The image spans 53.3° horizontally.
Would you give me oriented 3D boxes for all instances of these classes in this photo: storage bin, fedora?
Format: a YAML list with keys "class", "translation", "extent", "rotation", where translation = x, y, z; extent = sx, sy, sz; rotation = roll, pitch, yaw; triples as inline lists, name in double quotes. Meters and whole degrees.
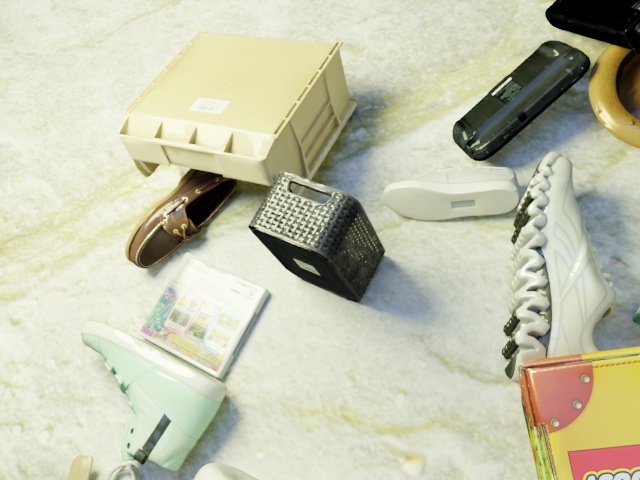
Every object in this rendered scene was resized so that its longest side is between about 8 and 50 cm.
- class: "storage bin"
  translation: [0.000, 0.000, 0.837]
  extent: [0.122, 0.180, 0.084]
  rotation: [21, 73, 26]
- class: "fedora"
  translation: [0.444, -0.186, 0.832]
  extent: [0.194, 0.079, 0.195]
  rotation: [-7, 65, 15]
- class: "storage bin"
  translation: [-0.119, -0.189, 0.960]
  extent: [0.262, 0.123, 0.260]
  rotation: [13, 54, 23]

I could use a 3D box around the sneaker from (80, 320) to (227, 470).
- class: "sneaker"
  translation: [-0.266, 0.213, 0.877]
  extent: [0.255, 0.094, 0.151]
  rotation: [22, 77, 27]

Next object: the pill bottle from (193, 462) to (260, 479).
- class: "pill bottle"
  translation: [-0.128, 0.430, 0.674]
  extent: [0.187, 0.188, 0.334]
  rotation: [23, 76, 26]

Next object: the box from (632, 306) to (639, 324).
- class: "box"
  translation: [0.459, 0.001, 0.727]
  extent: [0.060, 0.100, 0.244]
  rotation: [37, 82, 28]

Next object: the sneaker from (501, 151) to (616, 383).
- class: "sneaker"
  translation: [0.293, 0.033, 0.776]
  extent: [0.118, 0.110, 0.292]
  rotation: [7, 73, 10]

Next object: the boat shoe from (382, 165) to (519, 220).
- class: "boat shoe"
  translation: [0.179, -0.074, 0.883]
  extent: [0.184, 0.066, 0.063]
  rotation: [-5, 44, 23]

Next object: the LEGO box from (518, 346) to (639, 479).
- class: "LEGO box"
  translation: [0.460, 0.270, 0.545]
  extent: [0.499, 0.193, 0.373]
  rotation: [-11, 63, 14]

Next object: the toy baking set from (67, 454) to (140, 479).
- class: "toy baking set"
  translation: [-0.270, 0.407, 0.827]
  extent: [0.256, 0.030, 0.197]
  rotation: [29, 74, 27]

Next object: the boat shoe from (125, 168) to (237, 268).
- class: "boat shoe"
  translation: [-0.214, -0.037, 0.988]
  extent: [0.073, 0.073, 0.207]
  rotation: [33, 80, 31]

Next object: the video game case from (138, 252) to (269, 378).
- class: "video game case"
  translation: [-0.173, 0.107, 0.939]
  extent: [0.157, 0.019, 0.143]
  rotation: [22, 75, 25]

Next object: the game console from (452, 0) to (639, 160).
- class: "game console"
  translation: [0.329, -0.255, 0.884]
  extent: [0.361, 0.044, 0.213]
  rotation: [-42, 25, 12]
